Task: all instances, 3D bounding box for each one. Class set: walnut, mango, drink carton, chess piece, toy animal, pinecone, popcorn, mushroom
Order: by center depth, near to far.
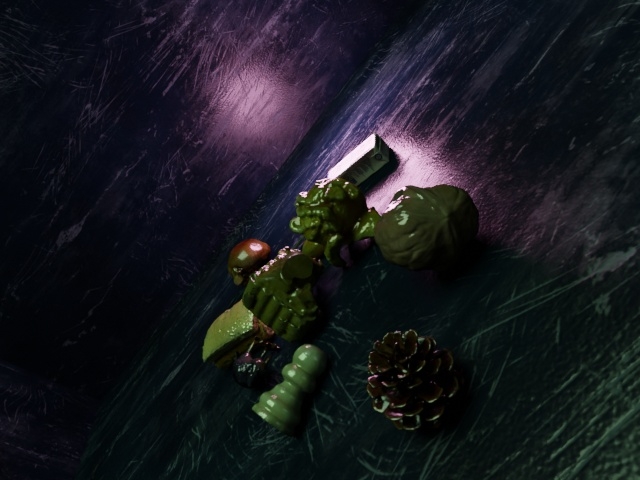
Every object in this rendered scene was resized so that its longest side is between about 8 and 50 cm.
[{"bbox_3d":[0.183,0.280,0.868,0.208,0.208,0.207,-42,25,25],"label":"pinecone"},{"bbox_3d":[0.271,-0.032,1.091,0.273,0.273,0.226,-5,84,61],"label":"walnut"},{"bbox_3d":[-0.072,0.427,1.242,0.251,0.144,0.144,-55,22,-19],"label":"chess piece"},{"bbox_3d":[0.049,-0.062,1.511,0.321,0.290,0.325,-152,69,-63],"label":"popcorn"},{"bbox_3d":[-0.250,0.453,1.540,0.298,0.122,0.185,-25,36,51],"label":"toy animal"},{"bbox_3d":[-0.002,0.003,1.751,0.191,0.086,0.122,-42,22,28],"label":"mango"},{"bbox_3d":[0.164,-0.330,1.885,0.315,0.107,0.130,-35,30,34],"label":"drink carton"},{"bbox_3d":[-0.380,0.110,2.190,0.263,0.195,0.283,-34,29,28],"label":"mushroom"}]

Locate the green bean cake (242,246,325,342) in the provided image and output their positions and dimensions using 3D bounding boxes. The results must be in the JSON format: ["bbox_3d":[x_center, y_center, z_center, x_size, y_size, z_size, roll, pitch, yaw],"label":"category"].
[{"bbox_3d":[-0.089,0.173,1.509,0.310,0.285,0.202,-45,-15,-48],"label":"green bean cake"}]

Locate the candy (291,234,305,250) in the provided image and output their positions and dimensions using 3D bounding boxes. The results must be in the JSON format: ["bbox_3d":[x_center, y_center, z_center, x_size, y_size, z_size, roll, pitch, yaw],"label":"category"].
[{"bbox_3d":[-0.155,0.093,1.930,0.119,0.119,0.439,-13,37,57],"label":"candy"}]

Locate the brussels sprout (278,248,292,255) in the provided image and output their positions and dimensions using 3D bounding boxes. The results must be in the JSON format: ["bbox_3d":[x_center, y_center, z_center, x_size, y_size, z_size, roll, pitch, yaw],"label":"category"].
[{"bbox_3d":[-0.164,0.065,2.027,0.084,0.051,0.046,-4,80,31],"label":"brussels sprout"}]

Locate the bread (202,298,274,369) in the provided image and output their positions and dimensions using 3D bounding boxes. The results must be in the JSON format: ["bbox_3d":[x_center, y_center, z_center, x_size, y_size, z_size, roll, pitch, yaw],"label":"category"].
[{"bbox_3d":[-0.337,0.366,1.779,0.375,0.165,0.236,-38,32,32],"label":"bread"}]
